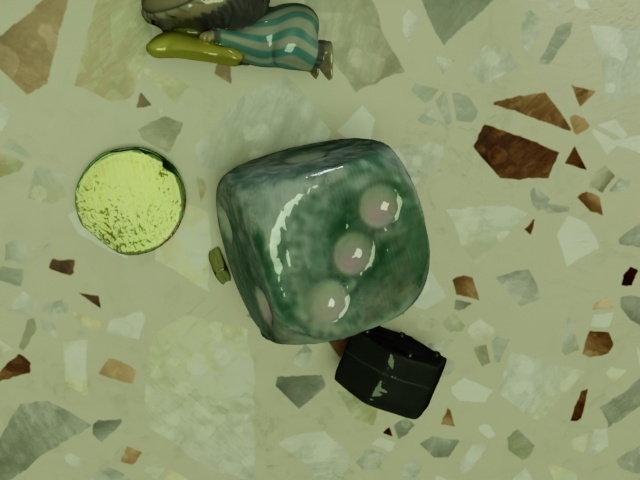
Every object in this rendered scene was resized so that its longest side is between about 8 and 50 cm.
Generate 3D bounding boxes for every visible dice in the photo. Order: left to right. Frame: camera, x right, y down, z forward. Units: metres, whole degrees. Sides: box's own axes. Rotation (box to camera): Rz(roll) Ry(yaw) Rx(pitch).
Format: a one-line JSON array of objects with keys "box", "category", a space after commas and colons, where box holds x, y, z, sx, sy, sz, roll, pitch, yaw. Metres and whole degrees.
[{"box": [0.000, 0.000, 1.758, 0.328, 0.330, 0.348, -18, 108, -17], "category": "dice"}]

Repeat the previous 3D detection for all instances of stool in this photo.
[{"box": [0.153, 0.278, 1.944, 0.232, 0.232, 0.141, 18, 99, -14], "category": "stool"}]

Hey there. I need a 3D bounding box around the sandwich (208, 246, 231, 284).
[{"box": [-0.215, 0.059, 1.909, 0.031, 0.044, 0.083, -23, 105, 1], "category": "sandwich"}]

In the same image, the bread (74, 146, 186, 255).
[{"box": [-0.391, -0.084, 1.845, 0.228, 0.033, 0.228, -3, 106, -11], "category": "bread"}]

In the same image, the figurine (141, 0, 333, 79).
[{"box": [-0.141, -0.507, 1.662, 0.361, 0.266, 0.378, 4, 104, -17], "category": "figurine"}]
